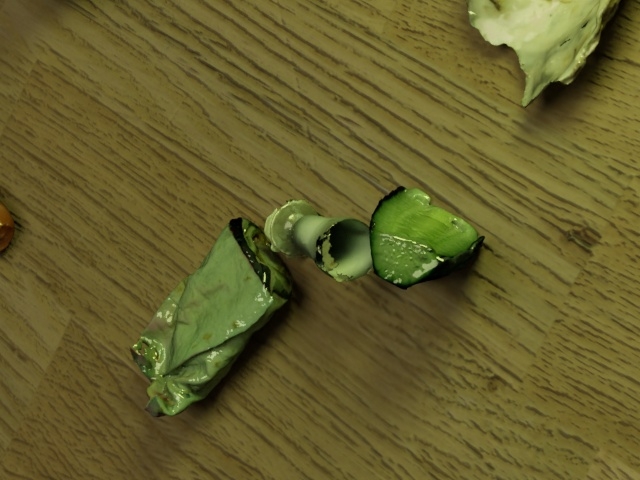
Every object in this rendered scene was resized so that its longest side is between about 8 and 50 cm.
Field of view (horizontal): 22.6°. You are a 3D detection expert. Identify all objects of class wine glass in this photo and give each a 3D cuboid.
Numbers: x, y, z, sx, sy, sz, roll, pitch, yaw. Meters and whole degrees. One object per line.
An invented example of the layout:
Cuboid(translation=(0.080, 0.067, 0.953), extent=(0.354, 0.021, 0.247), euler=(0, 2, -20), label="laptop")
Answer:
Cuboid(translation=(0.000, 0.000, 1.747), extent=(0.155, 0.072, 0.072), euler=(22, 94, 64), label="wine glass")

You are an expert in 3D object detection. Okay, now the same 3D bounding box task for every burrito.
Cuboid(translation=(-0.127, 0.097, 1.847), extent=(0.229, 0.089, 0.144), euler=(-50, 41, 18), label="burrito")

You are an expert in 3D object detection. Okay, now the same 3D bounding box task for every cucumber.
Cuboid(translation=(0.100, 0.007, 1.662), extent=(0.115, 0.193, 0.085), euler=(28, 102, 8), label="cucumber")

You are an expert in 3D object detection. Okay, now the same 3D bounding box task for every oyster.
Cuboid(translation=(0.254, -0.292, 1.627), extent=(0.271, 0.100, 0.275), euler=(-20, 81, 36), label="oyster")

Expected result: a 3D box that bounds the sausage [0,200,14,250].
Cuboid(translation=(-0.480, -0.054, 2.159), extent=(0.197, 0.076, 0.076), euler=(43, 107, 37), label="sausage")
